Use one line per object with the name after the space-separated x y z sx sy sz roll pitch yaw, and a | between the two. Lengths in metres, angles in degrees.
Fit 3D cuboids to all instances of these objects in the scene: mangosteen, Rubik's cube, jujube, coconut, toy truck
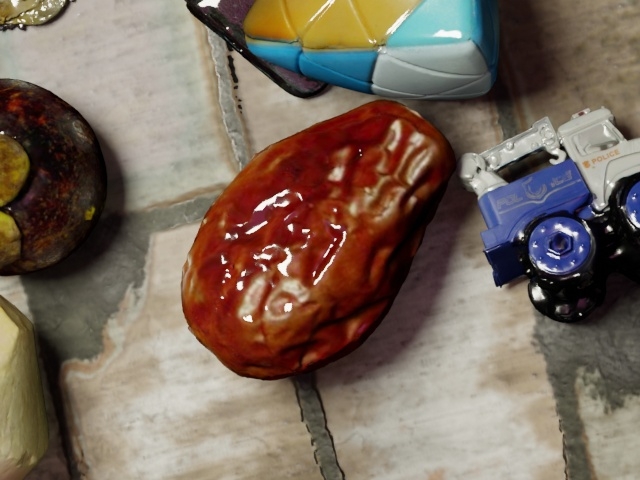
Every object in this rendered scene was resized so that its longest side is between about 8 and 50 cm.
-0.304 -0.056 1.216 0.192 0.217 0.192 1 97 9 | mangosteen
0.093 -0.231 1.206 0.254 0.254 0.254 0 92 4 | Rubik's cube
0.000 0.000 1.213 0.197 0.197 0.290 42 80 2 | jujube
-0.367 0.154 1.222 0.259 0.259 0.259 0 92 4 | coconut
0.248 -0.033 1.224 0.213 0.161 0.177 -23 67 4 | toy truck

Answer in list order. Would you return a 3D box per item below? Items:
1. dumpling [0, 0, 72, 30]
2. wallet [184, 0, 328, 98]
-0.272 -0.378 1.268 0.166 0.086 0.332 -6 95 7 | dumpling
0.026 -0.301 1.267 0.172 0.045 0.318 40 93 -2 | wallet
